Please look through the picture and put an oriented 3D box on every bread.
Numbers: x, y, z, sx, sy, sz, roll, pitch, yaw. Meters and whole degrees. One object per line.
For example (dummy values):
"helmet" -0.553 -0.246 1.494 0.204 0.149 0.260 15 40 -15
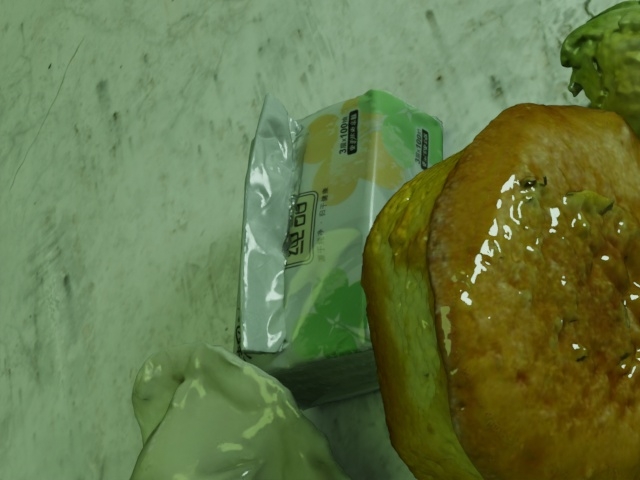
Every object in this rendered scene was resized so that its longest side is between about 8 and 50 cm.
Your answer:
"bread" 0.142 0.050 0.806 0.146 0.268 0.268 -18 57 54

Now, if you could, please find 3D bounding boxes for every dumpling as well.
"dumpling" -0.055 0.188 0.980 0.258 0.147 0.193 57 136 12

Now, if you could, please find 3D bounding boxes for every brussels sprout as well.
"brussels sprout" 0.237 -0.094 0.886 0.181 0.100 0.139 -2 79 45

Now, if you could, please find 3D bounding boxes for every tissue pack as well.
"tissue pack" 0.000 0.000 1.044 0.159 0.145 0.229 -19 58 39
